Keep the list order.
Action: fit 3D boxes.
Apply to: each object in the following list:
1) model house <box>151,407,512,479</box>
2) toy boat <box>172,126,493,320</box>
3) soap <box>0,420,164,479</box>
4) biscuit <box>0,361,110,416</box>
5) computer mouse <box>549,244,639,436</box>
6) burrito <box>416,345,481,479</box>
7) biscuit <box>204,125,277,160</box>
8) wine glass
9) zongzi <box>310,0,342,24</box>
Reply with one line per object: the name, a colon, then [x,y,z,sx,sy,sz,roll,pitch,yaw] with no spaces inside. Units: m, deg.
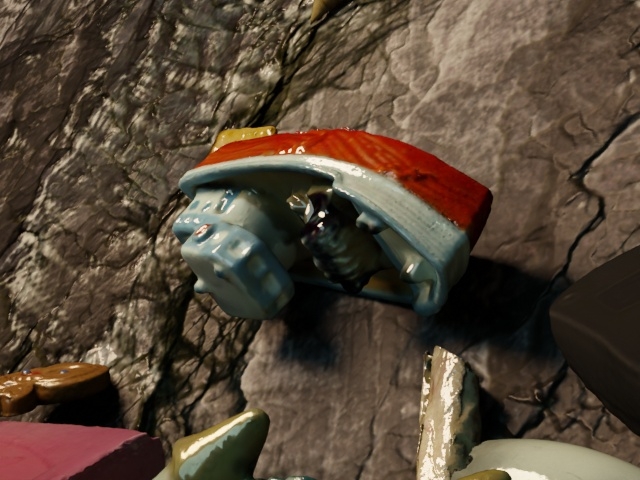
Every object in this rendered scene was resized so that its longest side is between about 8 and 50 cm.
model house: [-0.025,0.227,0.888,0.325,0.194,0.267,-48,31,21]
toy boat: [0.000,0.000,1.187,0.332,0.145,0.133,4,46,53]
soap: [-0.311,0.242,1.209,0.359,0.128,0.233,-4,17,43]
biscuit: [-0.263,0.131,1.336,0.124,0.175,0.026,-5,95,40]
computer mouse: [0.240,0.070,0.917,0.137,0.086,0.269,-28,16,-5]
burrito: [0.091,0.129,1.059,0.055,0.041,0.149,-36,33,36]
biscuit: [-0.084,-0.074,1.466,0.081,0.018,0.083,-2,54,44]
wine glass: [0.165,0.237,0.815,0.309,0.096,0.264,3,53,47]
zongzi: [0.014,-0.266,1.554,0.083,0.040,0.076,-51,24,24]
